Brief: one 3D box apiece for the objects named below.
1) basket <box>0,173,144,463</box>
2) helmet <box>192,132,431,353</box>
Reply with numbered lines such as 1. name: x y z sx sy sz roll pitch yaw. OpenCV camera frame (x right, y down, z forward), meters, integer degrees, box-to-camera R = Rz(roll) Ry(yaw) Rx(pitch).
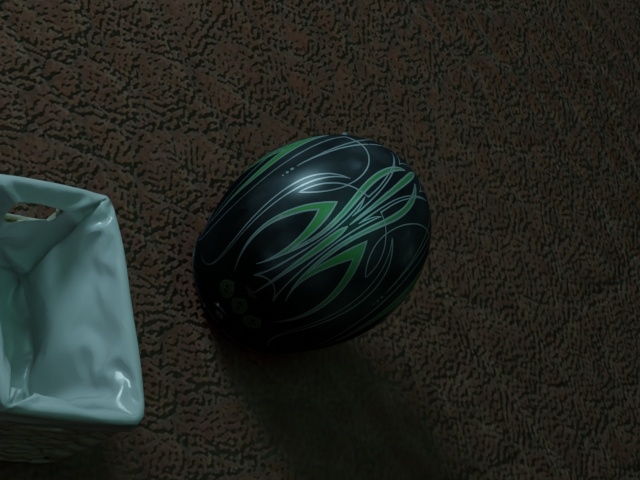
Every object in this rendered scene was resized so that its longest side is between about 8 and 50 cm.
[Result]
1. basket: -0.194 0.056 1.155 0.113 0.103 0.167 11 57 -41
2. helmet: 0.000 0.000 1.343 0.169 0.161 0.169 25 49 -33
